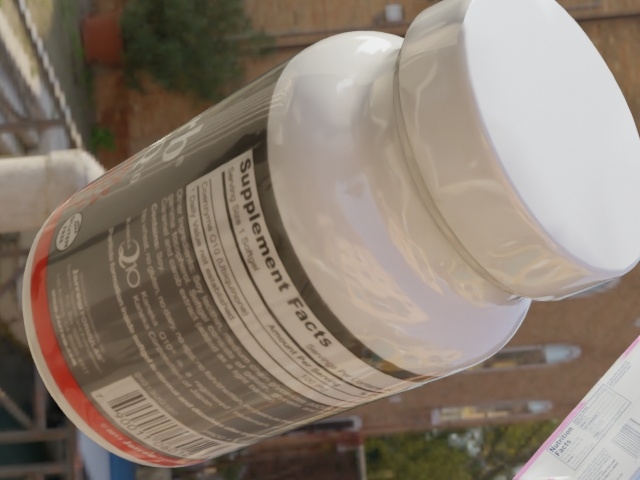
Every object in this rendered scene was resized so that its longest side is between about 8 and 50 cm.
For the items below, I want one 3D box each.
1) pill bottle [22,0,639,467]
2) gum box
[{"bbox_3d":[0.000,0.000,0.729,0.210,0.363,0.210,27,51,-39],"label":"pill bottle"},{"bbox_3d":[0.202,0.169,0.878,0.188,0.062,0.107,-38,152,-33],"label":"gum box"}]
